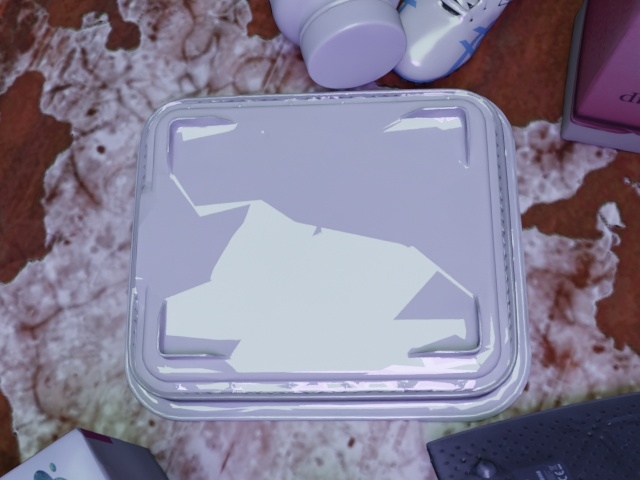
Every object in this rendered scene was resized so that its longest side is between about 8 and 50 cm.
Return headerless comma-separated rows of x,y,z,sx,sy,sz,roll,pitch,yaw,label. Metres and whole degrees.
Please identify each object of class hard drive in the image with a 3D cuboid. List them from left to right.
0.215,0.180,0.512,0.254,0.054,0.172,-10,31,-6,hard drive

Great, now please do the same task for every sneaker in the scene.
0.142,-0.234,0.663,0.085,0.086,0.237,41,82,11,sneaker

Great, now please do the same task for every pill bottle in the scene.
0.006,-0.228,0.647,0.112,0.112,0.187,-16,68,0,pill bottle

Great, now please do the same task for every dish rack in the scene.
0.000,0.000,0.618,0.332,0.072,0.286,-2,75,5,dish rack

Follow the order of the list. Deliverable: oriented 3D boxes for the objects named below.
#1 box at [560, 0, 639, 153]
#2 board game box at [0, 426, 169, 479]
0.280,-0.160,0.555,0.148,0.232,0.127,10,76,7,box
-0.231,0.248,0.469,0.303,0.224,0.097,-35,76,-13,board game box
